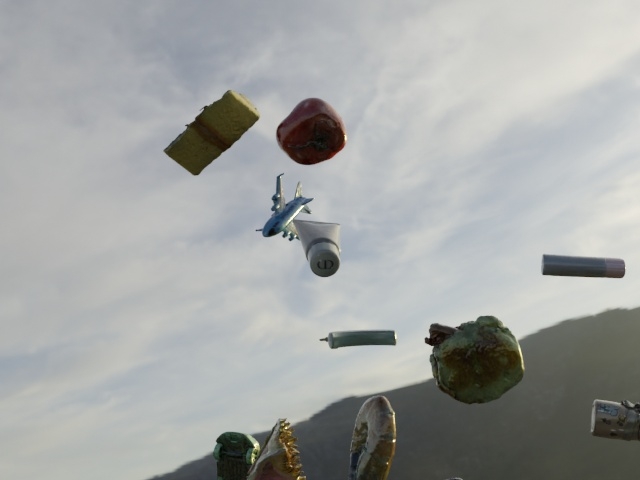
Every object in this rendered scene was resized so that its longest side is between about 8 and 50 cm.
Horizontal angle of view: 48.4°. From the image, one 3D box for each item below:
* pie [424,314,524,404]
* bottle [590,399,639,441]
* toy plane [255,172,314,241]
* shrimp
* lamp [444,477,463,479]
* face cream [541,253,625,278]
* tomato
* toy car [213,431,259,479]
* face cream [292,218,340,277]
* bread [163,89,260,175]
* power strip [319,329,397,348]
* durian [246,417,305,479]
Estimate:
[{"bbox_3d":[0.462,0.359,2.134,0.275,0.257,0.105,-10,-11,8],"label":"pie"},{"bbox_3d":[0.746,0.442,1.740,0.152,0.098,0.099,5,-15,17],"label":"bottle"},{"bbox_3d":[-0.118,-0.083,2.341,0.105,0.254,0.271,-1,29,41],"label":"toy plane"},{"bbox_3d":[0.105,0.512,1.649,0.077,0.317,0.168,14,7,-19],"label":"shrimp"},{"bbox_3d":[0.385,0.846,2.121,0.198,0.243,0.197,-5,-29,-3],"label":"lamp"},{"bbox_3d":[0.670,0.068,1.822,0.199,0.057,0.084,4,4,14],"label":"face cream"},{"bbox_3d":[-0.025,-0.282,1.887,0.187,0.151,0.187,-10,-63,-21],"label":"tomato"},{"bbox_3d":[-0.240,0.725,2.180,0.136,0.305,0.125,0,3,23],"label":"toy car"},{"bbox_3d":[0.000,0.000,1.956,0.143,0.314,0.089,4,-66,-6],"label":"face cream"},{"bbox_3d":[-0.302,-0.304,1.983,0.266,0.141,0.178,-43,-15,12],"label":"bread"},{"bbox_3d":[0.122,0.325,2.349,0.254,0.054,0.167,-3,-5,-1],"label":"power strip"},{"bbox_3d":[-0.124,0.575,1.860,0.186,0.195,0.305,11,-59,-14],"label":"durian"}]
